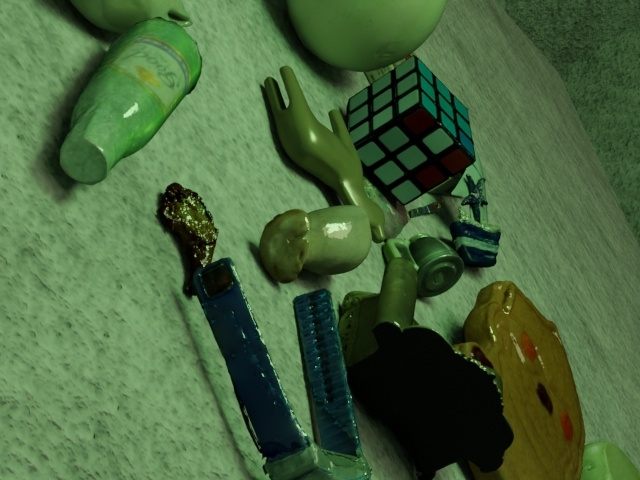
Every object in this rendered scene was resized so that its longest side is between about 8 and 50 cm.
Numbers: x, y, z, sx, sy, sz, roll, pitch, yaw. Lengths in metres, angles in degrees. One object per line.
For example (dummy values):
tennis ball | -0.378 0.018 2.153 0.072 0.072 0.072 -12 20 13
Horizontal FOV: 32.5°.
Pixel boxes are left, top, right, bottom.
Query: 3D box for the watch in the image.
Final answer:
watch | -0.020 0.164 1.249 0.276 0.068 0.274 20 41 -63

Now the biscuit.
biscuit | 0.327 0.254 1.748 0.349 0.078 0.455 66 29 -14

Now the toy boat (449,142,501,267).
toy boat | 0.280 -0.079 2.069 0.210 0.070 0.291 -43 121 -63

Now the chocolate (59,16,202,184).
chocolate | -0.214 -0.151 1.209 0.110 0.110 0.291 50 26 -19

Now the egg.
egg | 0.086 -0.450 1.903 0.283 0.345 0.283 8 68 -19

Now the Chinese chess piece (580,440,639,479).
Chinese chess piece | 0.504 0.469 1.881 0.250 0.101 0.250 45 26 -29

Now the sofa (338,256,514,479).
sofa | 0.148 0.161 1.435 0.258 0.182 0.200 51 22 -17

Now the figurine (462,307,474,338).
figurine | 0.275 0.155 1.855 0.071 0.067 0.083 96 -22 -63

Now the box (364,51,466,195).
box | 0.199 -0.256 2.226 0.214 0.069 0.353 2 61 -64

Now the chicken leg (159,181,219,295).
chicken leg | -0.146 -0.004 1.238 0.062 0.037 0.145 -4 62 -40

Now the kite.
kite | 0.130 -0.095 1.936 0.360 0.022 0.204 -9 69 -62

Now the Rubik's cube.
Rubik's cube | 0.151 -0.187 1.877 0.162 0.163 0.160 43 30 -30

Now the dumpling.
dumpling | -0.255 -0.321 1.336 0.151 0.124 0.229 29 -4 38

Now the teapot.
teapot | 0.165 0.026 1.771 0.124 0.092 0.091 42 10 -47

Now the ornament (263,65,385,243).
ornament | 0.018 -0.122 1.687 0.230 0.061 0.244 34 32 -49

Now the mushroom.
mushroom | 0.001 0.001 1.449 0.212 0.097 0.088 1 52 -57
